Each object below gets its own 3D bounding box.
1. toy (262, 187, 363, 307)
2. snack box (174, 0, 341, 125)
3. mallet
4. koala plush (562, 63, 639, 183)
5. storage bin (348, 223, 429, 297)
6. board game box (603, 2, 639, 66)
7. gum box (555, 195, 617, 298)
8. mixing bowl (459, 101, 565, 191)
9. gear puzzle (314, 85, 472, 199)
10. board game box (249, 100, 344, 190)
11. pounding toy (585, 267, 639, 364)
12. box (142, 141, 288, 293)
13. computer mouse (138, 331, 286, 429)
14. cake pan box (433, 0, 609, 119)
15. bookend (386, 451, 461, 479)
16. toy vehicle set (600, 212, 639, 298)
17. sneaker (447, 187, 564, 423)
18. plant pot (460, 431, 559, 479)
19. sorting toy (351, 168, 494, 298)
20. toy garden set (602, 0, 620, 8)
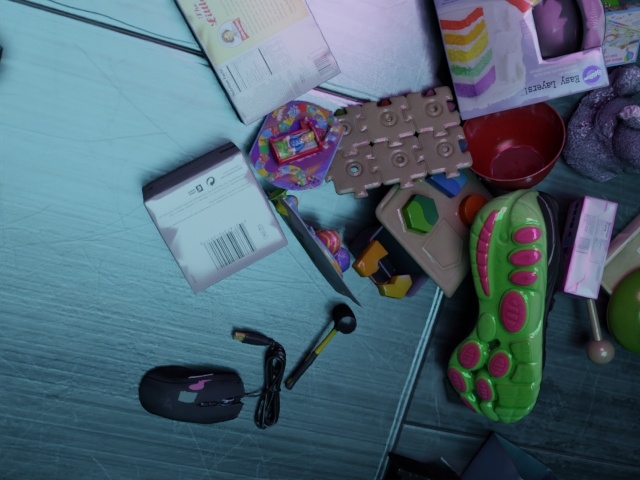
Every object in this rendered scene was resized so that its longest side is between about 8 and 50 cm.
[{"bbox_3d":[0.000,0.000,1.604,0.056,0.137,0.237,-42,110,-8],"label":"toy"},{"bbox_3d":[-0.122,-0.371,1.519,0.187,0.060,0.321,-30,109,-5],"label":"snack box"},{"bbox_3d":[-0.003,0.194,1.709,0.039,0.062,0.189,36,108,-18],"label":"mallet"},{"bbox_3d":[0.555,-0.178,1.643,0.203,0.221,0.196,-36,109,-2],"label":"koala plush"},{"bbox_3d":[0.113,0.036,1.653,0.098,0.091,0.135,-47,111,-26],"label":"storage bin"},{"bbox_3d":[0.497,-0.356,1.646,0.154,0.026,0.103,-13,125,-22],"label":"board game box"},{"bbox_3d":[0.480,0.011,1.709,0.062,0.107,0.188,14,86,1],"label":"gum box"},{"bbox_3d":[0.340,-0.154,1.644,0.181,0.181,0.098,-33,145,-3],"label":"mixing bowl"},{"bbox_3d":[0.080,-0.151,1.598,0.339,0.044,0.175,-12,70,-4],"label":"gear puzzle"},{"bbox_3d":[-0.039,-0.167,1.557,0.133,0.033,0.168,21,68,4],"label":"board game box"},{"bbox_3d":[0.625,0.149,1.763,0.237,0.110,0.182,-10,106,-11],"label":"pounding toy"},{"bbox_3d":[-0.177,-0.040,1.558,0.181,0.119,0.181,-28,108,-5],"label":"box"},{"bbox_3d":[-0.181,0.248,1.662,0.262,0.060,0.184,11,102,-16],"label":"computer mouse"},{"bbox_3d":[0.340,-0.351,1.574,0.267,0.070,0.245,-11,105,14],"label":"cake pan box"},{"bbox_3d":[0.179,0.514,1.808,0.156,0.072,0.157,21,99,-16],"label":"bookend"},{"bbox_3d":[0.661,0.021,1.817,0.267,0.035,0.166,-45,109,1],"label":"toy vehicle set"},{"bbox_3d":[0.358,0.128,1.686,0.202,0.185,0.482,-30,135,-45],"label":"sneaker"},{"bbox_3d":[0.346,0.537,1.810,0.165,0.165,0.234,34,101,-19],"label":"plant pot"},{"bbox_3d":[0.195,-0.013,1.630,0.229,0.041,0.307,49,63,-20],"label":"sorting toy"},{"bbox_3d":[0.425,-0.449,1.636,0.244,0.049,0.204,-41,113,0],"label":"toy garden set"}]
